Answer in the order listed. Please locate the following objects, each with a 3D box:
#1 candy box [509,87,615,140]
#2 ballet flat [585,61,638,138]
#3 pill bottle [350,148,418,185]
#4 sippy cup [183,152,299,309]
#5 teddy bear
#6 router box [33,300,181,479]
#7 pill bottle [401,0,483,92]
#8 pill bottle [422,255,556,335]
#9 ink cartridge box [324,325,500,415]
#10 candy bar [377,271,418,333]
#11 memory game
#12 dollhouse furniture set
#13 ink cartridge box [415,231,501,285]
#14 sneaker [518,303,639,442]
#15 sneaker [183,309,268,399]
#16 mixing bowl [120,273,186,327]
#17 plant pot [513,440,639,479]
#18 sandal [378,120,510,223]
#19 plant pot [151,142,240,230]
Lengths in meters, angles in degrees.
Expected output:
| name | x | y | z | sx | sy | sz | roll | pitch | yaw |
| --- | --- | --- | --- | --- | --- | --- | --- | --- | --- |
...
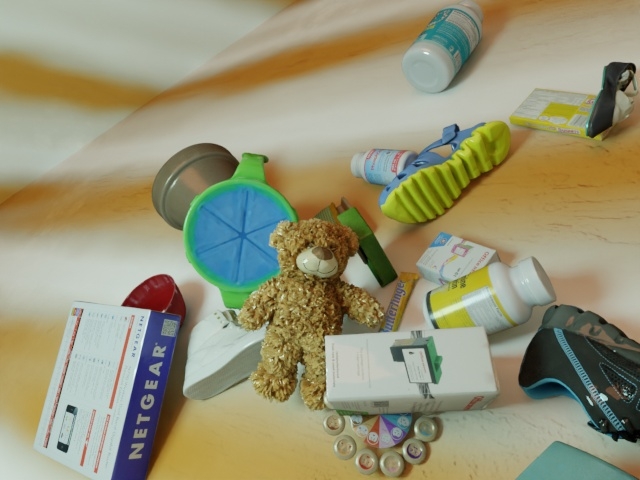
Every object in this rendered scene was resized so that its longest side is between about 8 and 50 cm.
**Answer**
| name | x | y | z | sx | sy | sz | roll | pitch | yaw |
| --- | --- | --- | --- | --- | --- | --- | --- | --- | --- |
| candy box | 0.523 | -0.273 | 1.003 | 0.105 | 0.027 | 0.206 | -44 | 41 | -13 |
| ballet flat | 0.567 | -0.275 | 0.905 | 0.074 | 0.074 | 0.203 | 7 | 54 | 39 |
| pill bottle | 0.153 | -0.175 | 1.125 | 0.160 | 0.087 | 0.087 | 14 | 61 | 43 |
| sippy cup | -0.166 | -0.020 | 1.043 | 0.305 | 0.240 | 0.224 | -47 | 8 | 1 |
| teddy bear | -0.022 | 0.131 | 0.812 | 0.245 | 0.113 | 0.337 | 26 | 95 | 10 |
| router box | -0.463 | 0.309 | 1.011 | 0.302 | 0.082 | 0.334 | 0 | 74 | 35 |
| pill bottle | 0.348 | -0.543 | 1.296 | 0.146 | 0.146 | 0.264 | 17 | 62 | 44 |
| pill bottle | 0.264 | 0.096 | 0.745 | 0.184 | 0.103 | 0.103 | -30 | 38 | 30 |
| ink cartridge box | 0.125 | 0.194 | 0.678 | 0.220 | 0.160 | 0.092 | -5 | 62 | 5 |
| candy bar | 0.144 | 0.128 | 0.895 | 0.040 | 0.018 | 0.161 | 4 | 53 | 38 |
| memory game | 0.093 | 0.272 | 0.741 | 0.187 | 0.012 | 0.186 | -3 | 63 | 7 |
| dollhouse furniture set | 0.000 | 0.000 | 1.015 | 0.198 | 0.151 | 0.301 | -33 | 40 | 4 |
| ink cartridge box | 0.255 | 0.045 | 0.869 | 0.123 | 0.052 | 0.088 | 25 | 68 | 45 |
| sneaker | 0.410 | 0.201 | 0.570 | 0.139 | 0.125 | 0.341 | -51 | 32 | -12 |
| sneaker | -0.166 | 0.194 | 0.982 | 0.293 | 0.108 | 0.169 | -28 | 44 | 12 |
| mixing bowl | -0.404 | 0.183 | 1.168 | 0.182 | 0.098 | 0.181 | -19 | 43 | 19 |
| plant pot | 0.308 | 0.337 | 0.471 | 0.165 | 0.165 | 0.234 | -41 | 34 | -6 |
| sandal | 0.253 | -0.153 | 1.020 | 0.318 | 0.126 | 0.138 | -34 | 36 | -10 |
| plant pot | -0.279 | -0.096 | 1.265 | 0.263 | 0.263 | 0.229 | -44 | 59 | -8 |
